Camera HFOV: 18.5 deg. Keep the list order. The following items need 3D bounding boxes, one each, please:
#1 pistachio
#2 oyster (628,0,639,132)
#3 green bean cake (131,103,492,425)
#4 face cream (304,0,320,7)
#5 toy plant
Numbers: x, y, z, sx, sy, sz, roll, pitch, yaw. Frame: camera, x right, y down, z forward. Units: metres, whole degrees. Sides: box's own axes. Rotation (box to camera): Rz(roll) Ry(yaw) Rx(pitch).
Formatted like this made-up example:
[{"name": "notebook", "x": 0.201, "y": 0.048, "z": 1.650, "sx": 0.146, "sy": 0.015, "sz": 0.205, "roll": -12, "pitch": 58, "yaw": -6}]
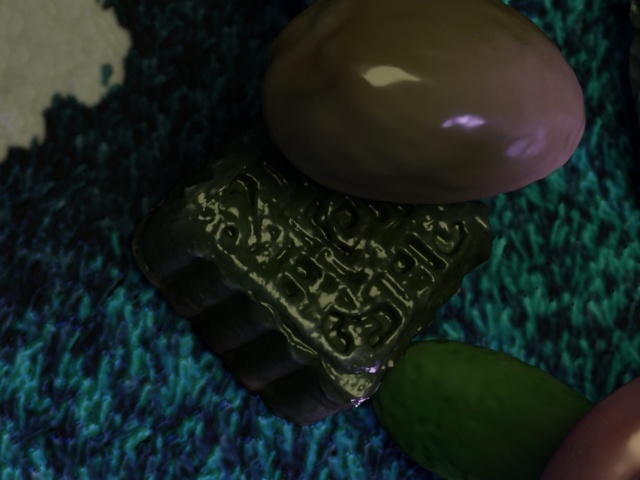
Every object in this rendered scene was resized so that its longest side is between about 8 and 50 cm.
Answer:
[{"name": "pistachio", "x": 0.064, "y": -0.088, "z": 1.173, "sx": 0.226, "sy": 0.136, "sz": 0.136, "roll": 4, "pitch": 76, "yaw": -36}, {"name": "oyster", "x": 0.288, "y": -0.131, "z": 1.398, "sx": 0.198, "sy": 0.112, "sz": 0.268, "roll": 54, "pitch": 53, "yaw": -28}, {"name": "green bean cake", "x": 0.000, "y": 0.000, "z": 1.233, "sx": 0.173, "sy": 0.094, "sz": 0.181, "roll": 48, "pitch": 63, "yaw": -7}, {"name": "face cream", "x": 0.032, "y": -0.168, "z": 1.258, "sx": 0.092, "sy": 0.092, "sz": 0.311, "roll": -42, "pitch": 118, "yaw": -26}, {"name": "toy plant", "x": 0.231, "y": 0.163, "z": 1.188, "sx": 0.317, "sy": 0.356, "sz": 0.211, "roll": -1, "pitch": 103, "yaw": -22}]
